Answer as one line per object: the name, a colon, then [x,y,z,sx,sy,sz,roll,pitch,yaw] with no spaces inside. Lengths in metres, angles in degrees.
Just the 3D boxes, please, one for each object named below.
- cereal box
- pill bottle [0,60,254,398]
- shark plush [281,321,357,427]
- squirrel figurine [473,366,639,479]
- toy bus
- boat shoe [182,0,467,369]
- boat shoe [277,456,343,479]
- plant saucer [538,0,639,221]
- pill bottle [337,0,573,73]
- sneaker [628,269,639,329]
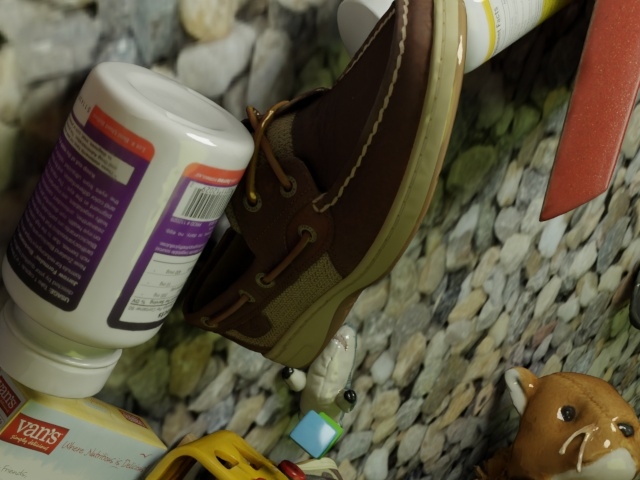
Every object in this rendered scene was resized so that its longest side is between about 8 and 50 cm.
cereal box: [-0.248,0.213,0.741,0.240,0.047,0.173,-48,146,-1]
pill bottle: [-0.129,-0.002,0.612,0.108,0.108,0.194,10,116,-50]
shark plush: [0.017,0.152,0.962,0.161,0.073,0.067,79,30,-43]
squirrel figurine: [0.261,0.349,1.240,0.397,0.280,0.371,144,-41,-74]
toy bus: [-0.089,0.216,0.861,0.191,0.104,0.202,-41,166,-42]
boat shoe: [-0.015,-0.031,0.657,0.123,0.123,0.342,16,142,-12]
boat shoe: [-0.030,0.259,1.012,0.152,0.049,0.056,-6,128,-43]
plant saucer: [0.247,-0.177,0.792,0.258,0.047,0.259,-57,160,-46]
pill bottle: [0.105,-0.180,0.696,0.184,0.103,0.103,-35,143,-17]
sneaker: [0.530,0.026,1.316,0.286,0.130,0.109,-41,146,-7]
